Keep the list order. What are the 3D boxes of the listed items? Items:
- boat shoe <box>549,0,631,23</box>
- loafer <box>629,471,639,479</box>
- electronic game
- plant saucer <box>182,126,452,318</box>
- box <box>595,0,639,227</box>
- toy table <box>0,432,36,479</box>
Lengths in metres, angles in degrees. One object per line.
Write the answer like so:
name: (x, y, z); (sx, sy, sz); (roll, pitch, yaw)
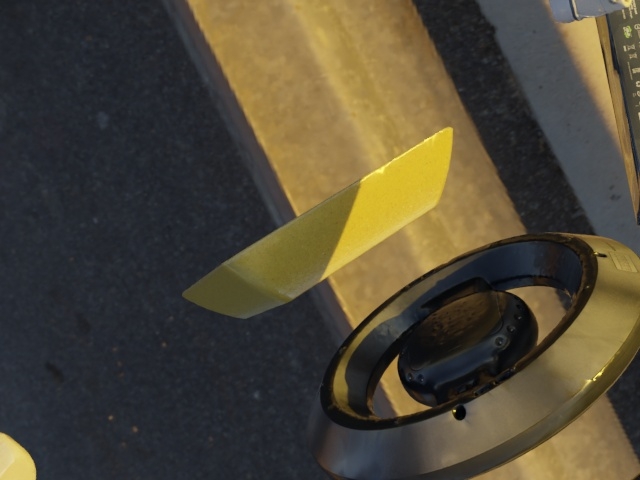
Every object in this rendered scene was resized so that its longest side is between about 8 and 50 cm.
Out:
boat shoe: (0.095, -0.123, 0.317); (0.035, 0.035, 0.100); (-1, 137, 27)
loafer: (0.195, 0.247, 0.581); (0.366, 0.130, 0.134); (-41, 92, 18)
electronic game: (0.091, 0.067, 0.537); (0.229, 0.229, 0.048); (-19, 111, 41)
plant saucer: (0.000, 0.000, 1.142); (0.081, 0.332, 0.332); (58, 160, -2)
box: (0.299, -0.134, 0.619); (0.183, 0.059, 0.233); (-9, 68, 12)
toy table: (-0.226, 0.243, 0.489); (0.274, 0.252, 0.161); (16, 149, 24)
